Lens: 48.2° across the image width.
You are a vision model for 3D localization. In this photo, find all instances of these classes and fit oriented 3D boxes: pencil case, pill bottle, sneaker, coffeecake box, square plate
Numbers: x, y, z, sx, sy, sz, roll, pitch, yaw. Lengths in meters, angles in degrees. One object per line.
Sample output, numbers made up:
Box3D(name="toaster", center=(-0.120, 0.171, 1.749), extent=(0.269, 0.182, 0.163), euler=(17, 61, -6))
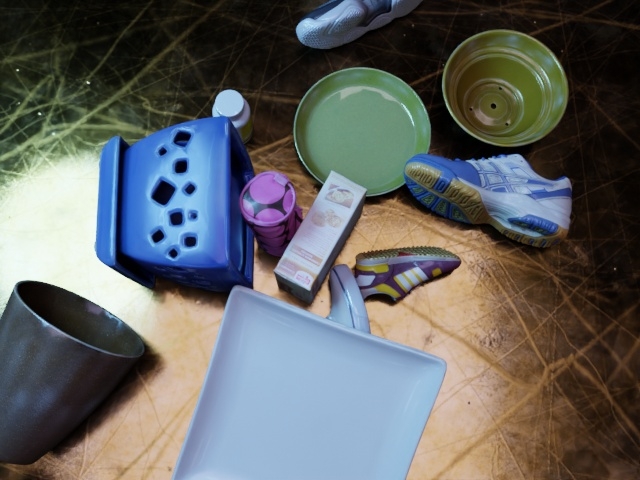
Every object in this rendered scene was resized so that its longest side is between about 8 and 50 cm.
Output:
Box3D(name="pencil case", center=(-0.072, -0.043, 1.140), extent=(0.095, 0.209, 0.098), euler=(43, 82, 9))
Box3D(name="pill bottle", center=(-0.150, -0.211, 1.226), extent=(0.065, 0.116, 0.065), euler=(0, 77, -2))
Box3D(name="sneaker", center=(0.287, -0.096, 1.226), extent=(0.296, 0.112, 0.131), euler=(22, 69, -5))
Box3D(name="sneaker", center=(0.033, 0.167, 1.152), extent=(0.091, 0.094, 0.258), euler=(-8, 78, -8))
Box3D(name="sneaker", center=(0.054, -0.458, 1.303), extent=(0.268, 0.101, 0.153), euler=(-26, 78, -13))
Box3D(name="coffeecake box", center=(0.000, 0.000, 1.166), extent=(0.068, 0.142, 0.185), euler=(28, 77, 6))
Box3D(name="square plate", center=(-0.023, 0.282, 1.099), extent=(0.344, 0.049, 0.347), euler=(19, 96, 7))
Box3D(name="sneaker", center=(0.146, 0.058, 1.202), extent=(0.185, 0.069, 0.084), euler=(-2, 104, -10))

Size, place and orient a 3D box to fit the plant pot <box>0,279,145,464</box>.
Box3D(name="plant pot", center=(-0.421, 0.213, 1.090), extent=(0.215, 0.215, 0.230), euler=(32, 92, 6))

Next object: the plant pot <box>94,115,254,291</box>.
Box3D(name="plant pot", center=(-0.224, -0.043, 1.131), extent=(0.212, 0.236, 0.236), euler=(-2, 77, 4))

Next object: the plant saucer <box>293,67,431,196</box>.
Box3D(name="plant saucer", center=(0.073, -0.189, 1.268), extent=(0.241, 0.037, 0.241), euler=(0, 77, -2))

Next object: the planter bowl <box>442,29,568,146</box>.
Box3D(name="planter bowl", center=(0.314, -0.252, 1.261), extent=(0.217, 0.090, 0.217), euler=(0, 77, -1))
